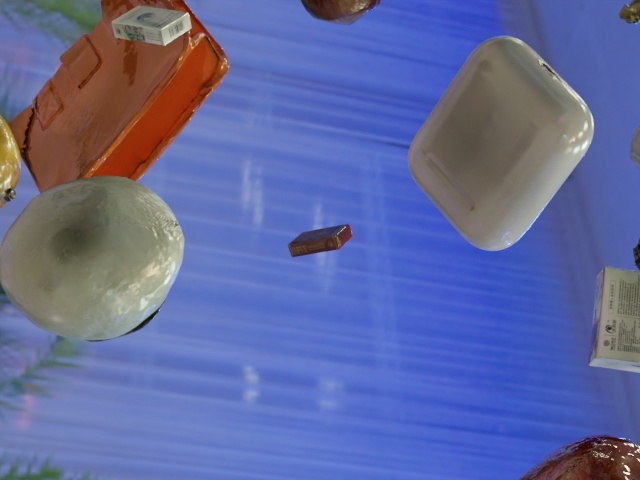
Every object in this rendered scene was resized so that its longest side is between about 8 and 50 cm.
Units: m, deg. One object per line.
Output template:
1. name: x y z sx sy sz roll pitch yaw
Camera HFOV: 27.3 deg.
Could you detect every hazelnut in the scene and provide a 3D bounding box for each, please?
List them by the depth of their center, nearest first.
1. hazelnut: 0.030 -0.439 2.235 0.154 0.143 0.143 -1 -103 35

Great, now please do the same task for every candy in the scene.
1. candy: -0.351 0.017 2.003 0.185 0.295 0.295 66 25 -65

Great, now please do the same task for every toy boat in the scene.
1. toy boat: 0.460 -0.289 1.711 0.047 0.149 0.049 114 -17 -54

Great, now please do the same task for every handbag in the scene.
1. handbag: -0.363 -0.250 2.313 0.410 0.116 0.303 -48 -132 14

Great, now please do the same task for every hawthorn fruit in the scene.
1. hawthorn fruit: 0.381 0.395 1.771 0.300 0.275 0.275 -50 -151 32

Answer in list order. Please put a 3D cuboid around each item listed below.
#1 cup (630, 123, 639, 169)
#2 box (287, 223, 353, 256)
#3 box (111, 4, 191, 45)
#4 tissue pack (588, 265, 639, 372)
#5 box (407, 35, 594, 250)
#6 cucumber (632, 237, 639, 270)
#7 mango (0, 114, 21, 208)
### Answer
1. cup: 0.509 -0.082 1.709 0.202 0.167 0.221 43 -64 29
2. box: 0.000 0.000 1.916 0.051 0.082 0.023 -43 119 -56
3. box: -0.206 -0.262 1.603 0.054 0.083 0.024 -43 135 -39
4. tissue pack: 0.487 0.128 2.085 0.099 0.106 0.149 83 16 -76
5. box: 0.322 -0.175 2.401 0.289 0.141 0.349 50 -53 25
6. cucumber: 0.453 0.005 1.554 0.181 0.053 0.053 -10 -110 28
7. mango: -0.544 -0.131 1.749 0.144 0.359 0.187 -2 109 -64
